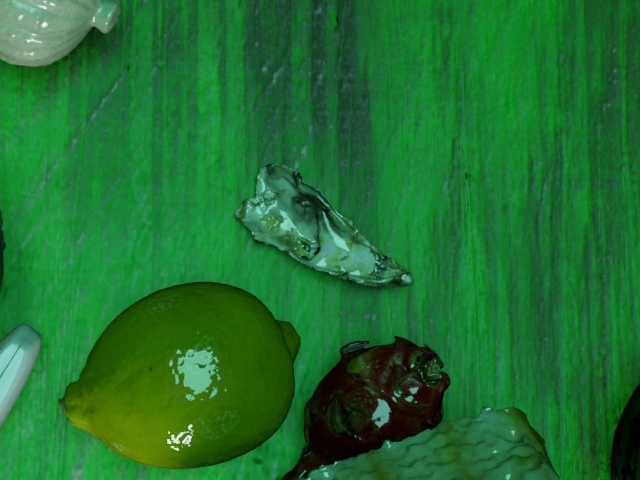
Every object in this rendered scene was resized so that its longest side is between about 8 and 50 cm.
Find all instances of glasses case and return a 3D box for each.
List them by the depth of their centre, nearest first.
[{"bbox_3d":[-0.339,0.171,1.534,0.049,0.076,0.197,31,79,-4],"label":"glasses case"}]

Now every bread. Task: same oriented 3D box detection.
[{"bbox_3d":[0.075,0.362,1.464,0.395,0.264,0.239,-23,40,-1],"label":"bread"}]

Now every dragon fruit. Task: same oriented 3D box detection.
[{"bbox_3d":[0.026,0.199,1.559,0.125,0.125,0.246,40,85,7],"label":"dragon fruit"}]

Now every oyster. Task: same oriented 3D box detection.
[{"bbox_3d":[-0.001,-0.001,1.632,0.106,0.061,0.200,-40,85,6],"label":"oyster"}]

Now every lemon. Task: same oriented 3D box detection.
[{"bbox_3d":[-0.133,0.136,1.518,0.248,0.184,0.184,-18,84,-11],"label":"lemon"}]

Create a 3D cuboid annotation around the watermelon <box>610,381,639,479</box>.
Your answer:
[{"bbox_3d":[0.430,0.229,1.527,0.285,0.285,0.285,1,81,-8],"label":"watermelon"}]

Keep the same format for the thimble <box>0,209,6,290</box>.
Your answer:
[{"bbox_3d":[-0.440,0.013,1.509,0.270,0.150,0.271,1,81,-8],"label":"thimble"}]

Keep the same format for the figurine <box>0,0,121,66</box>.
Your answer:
[{"bbox_3d":[-0.372,-0.273,1.571,0.332,0.185,0.205,-5,114,9],"label":"figurine"}]
